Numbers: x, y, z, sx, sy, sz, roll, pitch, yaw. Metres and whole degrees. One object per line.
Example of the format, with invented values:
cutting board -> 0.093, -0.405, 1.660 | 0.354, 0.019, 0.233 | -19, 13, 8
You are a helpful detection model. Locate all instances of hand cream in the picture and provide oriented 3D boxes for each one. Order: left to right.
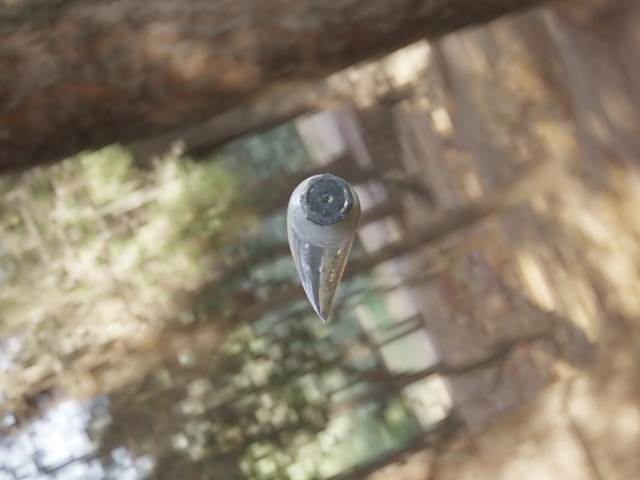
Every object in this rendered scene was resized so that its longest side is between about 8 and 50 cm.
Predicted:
hand cream -> 0.000, 0.000, 1.166 | 0.194, 0.042, 0.067 | 99, 150, -76
